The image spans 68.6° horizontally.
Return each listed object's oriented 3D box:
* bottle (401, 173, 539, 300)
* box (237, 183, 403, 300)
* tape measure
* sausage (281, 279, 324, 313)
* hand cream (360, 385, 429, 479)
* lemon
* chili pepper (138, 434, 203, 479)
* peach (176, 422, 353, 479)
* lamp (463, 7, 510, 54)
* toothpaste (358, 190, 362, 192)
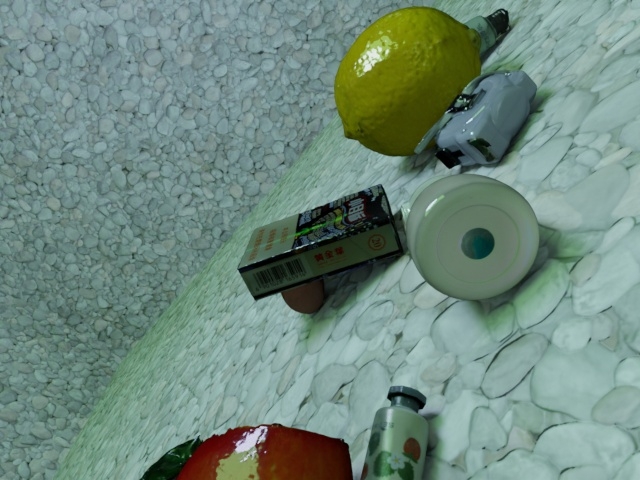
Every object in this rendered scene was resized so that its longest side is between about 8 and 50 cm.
[{"bbox_3d":[0.184,-0.025,0.644,0.147,0.147,0.236,-47,8,13],"label":"bottle"},{"bbox_3d":[0.000,0.000,0.958,0.310,0.084,0.198,-19,22,11],"label":"box"},{"bbox_3d":[0.286,-0.222,0.863,0.196,0.105,0.178,-57,16,-19],"label":"tape measure"},{"bbox_3d":[-0.053,0.080,1.112,0.113,0.113,0.259,-50,16,4],"label":"sausage"},{"bbox_3d":[0.059,0.278,0.455,0.095,0.059,0.276,-36,25,48],"label":"hand cream"},{"bbox_3d":[0.192,-0.355,1.069,0.336,0.336,0.336,-46,16,17],"label":"lemon"},{"bbox_3d":[-0.339,0.505,1.029,0.224,0.061,0.098,-47,9,18],"label":"chili pepper"},{"bbox_3d":[-0.064,0.289,0.520,0.226,0.190,0.196,-56,-8,-1],"label":"peach"},{"bbox_3d":[0.355,-0.482,1.246,0.314,0.182,0.182,-13,25,10],"label":"lamp"},{"bbox_3d":[0.113,-0.084,1.160,0.057,0.035,0.197,-51,18,18],"label":"toothpaste"}]
